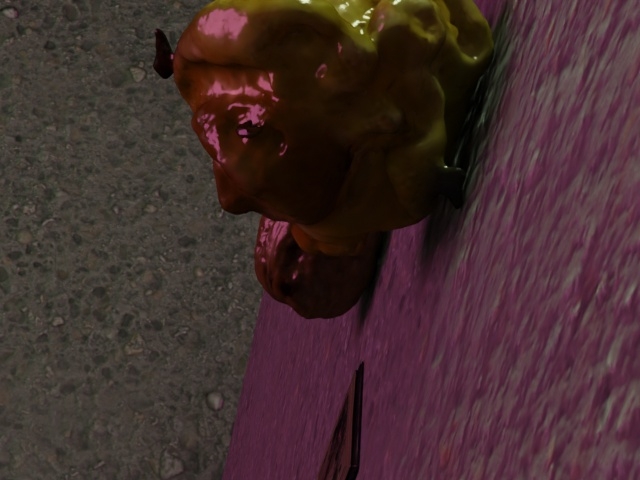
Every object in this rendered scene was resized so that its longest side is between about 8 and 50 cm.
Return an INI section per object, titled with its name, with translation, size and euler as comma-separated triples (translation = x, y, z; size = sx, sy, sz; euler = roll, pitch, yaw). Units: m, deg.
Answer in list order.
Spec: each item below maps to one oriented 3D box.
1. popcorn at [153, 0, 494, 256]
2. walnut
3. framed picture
[popcorn]
translation = 0.023, -0.112, 1.280
size = 0.316, 0.281, 0.297
euler = -24, -42, -42
[walnut]
translation = 0.000, 0.000, 1.683
size = 0.155, 0.156, 0.184
euler = -89, 14, -69
[framed picture]
translation = 0.014, 0.260, 1.539
size = 0.199, 0.010, 0.195
euler = -84, 10, -59
